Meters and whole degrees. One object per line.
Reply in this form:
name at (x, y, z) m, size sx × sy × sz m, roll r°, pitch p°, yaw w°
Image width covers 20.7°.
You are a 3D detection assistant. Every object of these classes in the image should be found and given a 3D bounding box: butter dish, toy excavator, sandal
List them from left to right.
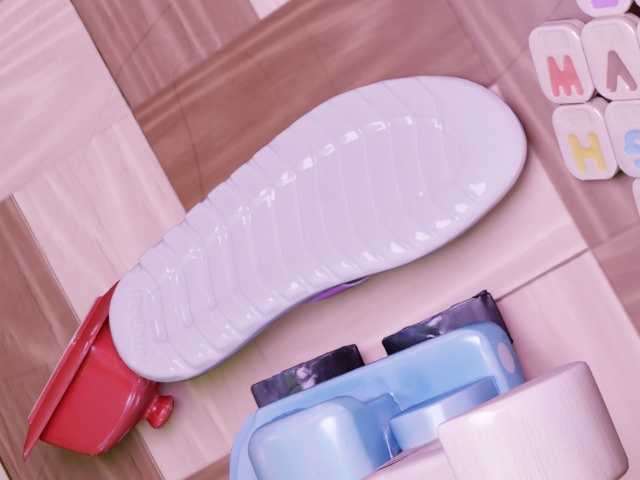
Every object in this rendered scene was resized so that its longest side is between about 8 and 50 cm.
butter dish at (-0.195, 0.140, 1.670) m, size 0.118 × 0.160 × 0.160 m, roll 29°, pitch 111°, yaw -6°
sandal at (-0.006, -0.014, 1.571) m, size 0.416 × 0.102 × 0.169 m, roll -28°, pitch 71°, yaw 13°
toy excavator at (0.076, 0.184, 1.367) m, size 0.433 × 0.445 × 0.222 m, roll -24°, pitch 88°, yaw 26°

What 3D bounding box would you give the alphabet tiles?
alphabet tiles at (0.290, -0.116, 1.382) m, size 0.284 × 0.021 × 0.278 m, roll 1°, pitch 117°, yaw 48°
